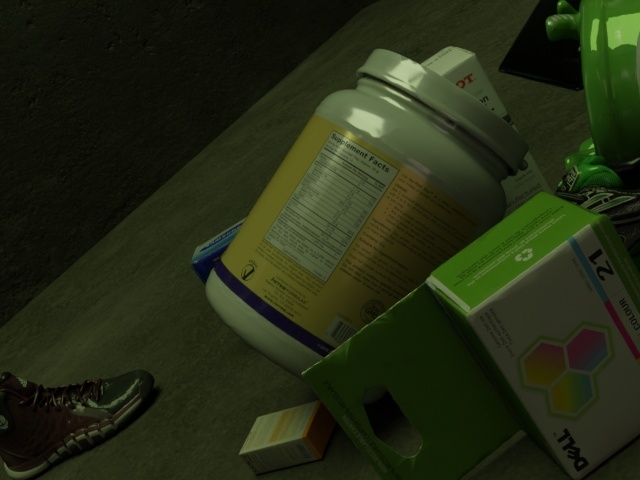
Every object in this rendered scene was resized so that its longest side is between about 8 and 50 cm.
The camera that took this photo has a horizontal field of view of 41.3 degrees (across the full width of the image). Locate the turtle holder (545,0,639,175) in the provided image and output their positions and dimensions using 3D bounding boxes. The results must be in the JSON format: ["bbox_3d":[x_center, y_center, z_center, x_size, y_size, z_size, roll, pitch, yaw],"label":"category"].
[{"bbox_3d":[0.407,-0.183,0.993,0.228,0.243,0.320,-8,-12,24],"label":"turtle holder"}]

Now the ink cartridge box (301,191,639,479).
[{"bbox_3d":[0.146,0.114,0.691,0.255,0.188,0.097,-37,20,-4],"label":"ink cartridge box"}]

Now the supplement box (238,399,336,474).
[{"bbox_3d":[-0.036,0.222,0.958,0.098,0.036,0.062,-22,22,32],"label":"supplement box"}]

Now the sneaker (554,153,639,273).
[{"bbox_3d":[0.257,-0.003,0.842,0.344,0.146,0.134,-36,16,17],"label":"sneaker"}]

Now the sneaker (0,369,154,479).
[{"bbox_3d":[-0.411,0.248,1.316,0.281,0.162,0.106,-33,19,4],"label":"sneaker"}]

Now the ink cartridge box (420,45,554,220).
[{"bbox_3d":[0.172,-0.108,1.113,0.172,0.237,0.100,-33,18,3],"label":"ink cartridge box"}]

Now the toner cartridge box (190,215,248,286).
[{"bbox_3d":[0.000,0.000,1.250,0.348,0.165,0.075,-30,18,10],"label":"toner cartridge box"}]

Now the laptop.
[{"bbox_3d":[0.589,-0.434,1.575,0.408,0.236,0.382,-6,18,-8],"label":"laptop"}]

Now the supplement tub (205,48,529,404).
[{"bbox_3d":[0.052,-0.015,0.939,0.331,0.241,0.241,-57,19,3],"label":"supplement tub"}]
